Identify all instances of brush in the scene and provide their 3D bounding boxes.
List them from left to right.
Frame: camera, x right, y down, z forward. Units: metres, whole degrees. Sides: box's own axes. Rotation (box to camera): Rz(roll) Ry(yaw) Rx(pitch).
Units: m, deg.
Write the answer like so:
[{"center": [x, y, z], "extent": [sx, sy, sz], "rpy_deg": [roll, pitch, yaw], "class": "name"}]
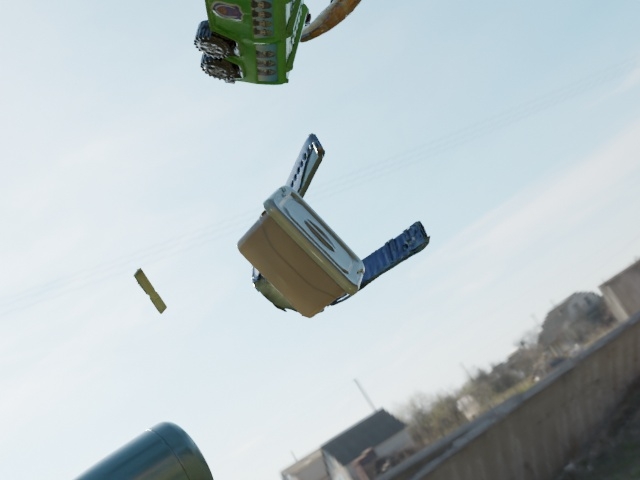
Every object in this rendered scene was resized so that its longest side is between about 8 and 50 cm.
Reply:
[{"center": [-0.247, 0.073, 1.062], "extent": [0.016, 0.013, 0.084], "rpy_deg": [-53, -47, -32], "class": "brush"}]

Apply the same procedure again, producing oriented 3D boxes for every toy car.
[{"center": [-0.041, -0.154, 0.438], "extent": [0.062, 0.071, 0.165], "rpy_deg": [12, -16, 1], "class": "toy car"}]

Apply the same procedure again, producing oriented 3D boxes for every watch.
[{"center": [-0.012, -0.003, 1.173], "extent": [0.274, 0.068, 0.276], "rpy_deg": [-35, -53, 27], "class": "watch"}]

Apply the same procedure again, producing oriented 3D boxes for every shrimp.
[{"center": [0.016, -0.355, 1.123], "extent": [0.178, 0.034, 0.124], "rpy_deg": [-48, 29, -15], "class": "shrimp"}]

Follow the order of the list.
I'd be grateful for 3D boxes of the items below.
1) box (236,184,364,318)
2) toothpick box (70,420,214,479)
[{"center": [-0.020, 0.013, 0.717], "extent": [0.062, 0.122, 0.089], "rpy_deg": [-42, 5, 17], "class": "box"}, {"center": [-0.221, 0.298, 0.829], "extent": [0.184, 0.120, 0.120], "rpy_deg": [-27, -17, -33], "class": "toothpick box"}]
